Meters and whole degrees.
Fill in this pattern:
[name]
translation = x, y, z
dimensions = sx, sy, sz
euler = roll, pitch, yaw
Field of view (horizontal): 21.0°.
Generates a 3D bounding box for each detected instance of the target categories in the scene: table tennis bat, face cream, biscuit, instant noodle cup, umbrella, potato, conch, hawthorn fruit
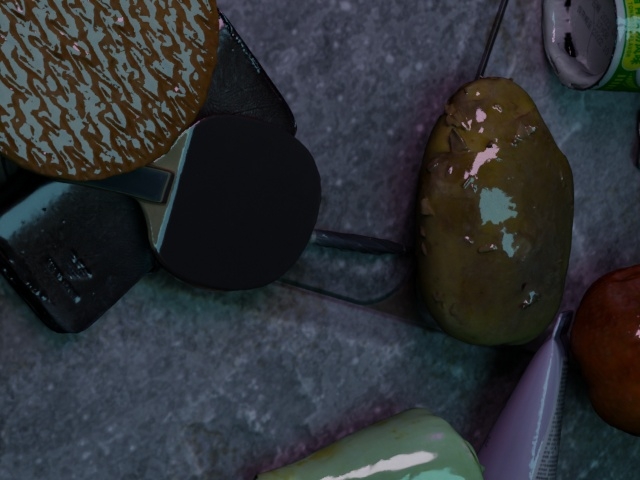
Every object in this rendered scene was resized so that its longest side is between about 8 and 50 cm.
[table tennis bat]
translation = -0.121, -0.042, 1.629
dimensions = 0.301, 0.022, 0.173
euler = 13, 96, -38
[face cream]
translation = 0.232, 0.208, 1.925
dimensions = 0.154, 0.096, 0.274
euler = 9, 100, -74
[biscuit]
translation = -0.207, -0.179, 1.498
dimensions = 0.262, 0.037, 0.262
euler = -7, 103, -30
[instant noodle cup]
translation = 0.375, -0.243, 1.863
dimensions = 0.232, 0.207, 0.207
euler = -6, 105, -24
[umbrella]
translation = 0.001, 0.004, 1.766
dimensions = 0.269, 0.044, 0.044
euler = 11, 129, -34
[potato]
translation = 0.185, -0.024, 1.818
dimensions = 0.191, 0.141, 0.296
euler = -18, 108, -35
[conch]
translation = 0.056, 0.270, 1.821
dimensions = 0.250, 0.143, 0.137
euler = -24, 75, -12
[hawthorn fruit]
translation = 0.407, 0.108, 1.923
dimensions = 0.207, 0.243, 0.207
euler = 47, 31, -40

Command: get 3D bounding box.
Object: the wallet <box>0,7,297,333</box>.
[wallet]
translation = -0.170, -0.061, 1.635
dimensions = 0.318, 0.045, 0.172
euler = -44, 119, -15

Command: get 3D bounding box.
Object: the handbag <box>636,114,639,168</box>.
[handbag]
translation = 0.495, -0.066, 2.046
dimensions = 0.260, 0.079, 0.247
euler = -21, 112, -27
